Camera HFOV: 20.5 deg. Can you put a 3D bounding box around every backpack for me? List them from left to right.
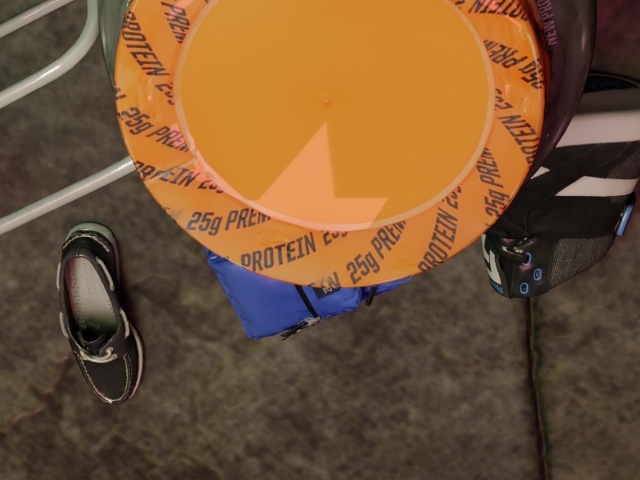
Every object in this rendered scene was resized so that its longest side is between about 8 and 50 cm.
[{"bbox_3d":[0.000,0.000,1.008,0.120,0.101,0.098,-21,120,12],"label":"backpack"}]

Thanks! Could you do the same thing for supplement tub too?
[{"bbox_3d":[0.018,-0.130,0.799,0.207,0.338,0.207,3,119,5],"label":"supplement tub"}]

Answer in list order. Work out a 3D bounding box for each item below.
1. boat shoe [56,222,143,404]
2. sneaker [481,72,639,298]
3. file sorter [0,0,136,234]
[{"bbox_3d":[-0.136,0.052,1.083,0.046,0.038,0.125,1,118,6],"label":"boat shoe"},{"bbox_3d":[0.084,-0.021,0.958,0.217,0.079,0.121,-4,119,-22],"label":"sneaker"},{"bbox_3d":[-0.215,-0.150,0.860,0.173,0.193,0.278,-26,131,14],"label":"file sorter"}]
